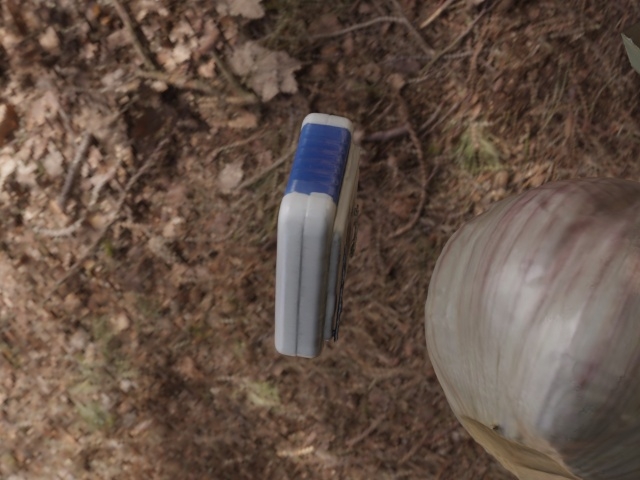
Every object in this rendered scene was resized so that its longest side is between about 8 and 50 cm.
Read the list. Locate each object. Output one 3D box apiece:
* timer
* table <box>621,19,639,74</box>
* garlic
[{"bbox_3d":[0.000,0.000,1.147,0.078,0.178,0.253,9,139,5],"label":"timer"},{"bbox_3d":[0.342,-0.193,0.716,0.240,0.122,0.111,-34,136,5],"label":"table"},{"bbox_3d":[0.231,0.076,0.834,0.317,0.259,0.317,23,157,11],"label":"garlic"}]
